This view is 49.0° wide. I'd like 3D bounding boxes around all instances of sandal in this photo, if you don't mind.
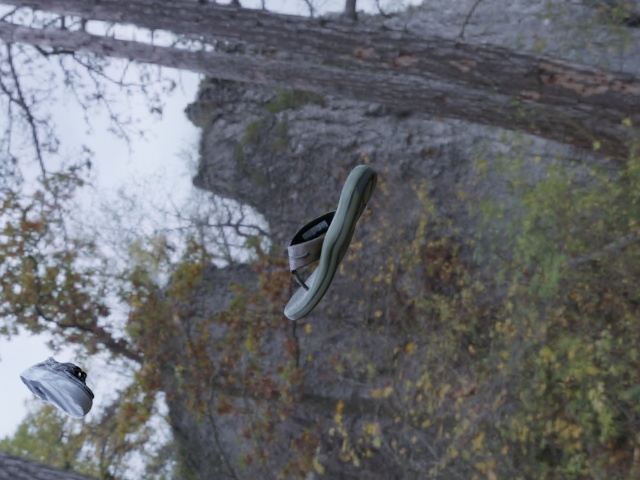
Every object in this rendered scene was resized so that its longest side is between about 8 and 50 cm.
[{"bbox_3d":[0.001,-0.002,1.093,0.120,0.086,0.302,-61,-5,-55],"label":"sandal"}]

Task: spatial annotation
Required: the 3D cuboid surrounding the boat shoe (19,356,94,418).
[{"bbox_3d":[-0.260,0.141,0.708,0.040,0.142,0.049,-41,-63,-33],"label":"boat shoe"}]
